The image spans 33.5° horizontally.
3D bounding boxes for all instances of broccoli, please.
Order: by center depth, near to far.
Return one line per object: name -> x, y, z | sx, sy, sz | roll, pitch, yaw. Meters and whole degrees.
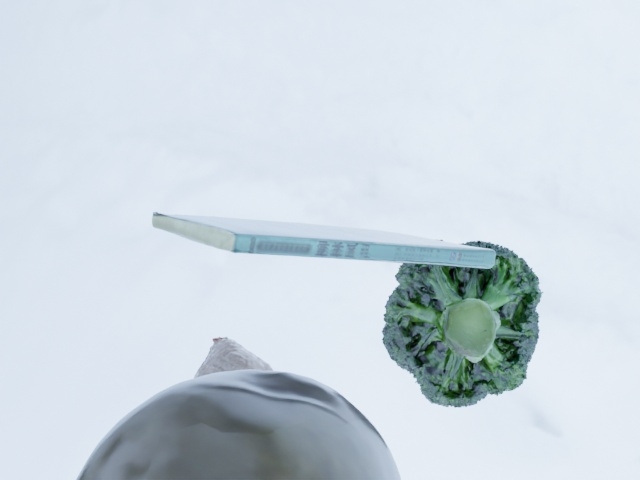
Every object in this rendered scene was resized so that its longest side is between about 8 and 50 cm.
broccoli -> 0.245, 0.129, 1.793 | 0.297, 0.298, 0.297 | 89, -165, -83

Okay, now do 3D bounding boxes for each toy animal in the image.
toy animal -> -0.182, 0.364, 2.212 | 0.226, 0.188, 0.358 | -35, 52, 18

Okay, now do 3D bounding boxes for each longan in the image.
longan -> -0.072, 0.288, 1.058 | 0.361, 0.361, 0.360 | -35, 47, 47

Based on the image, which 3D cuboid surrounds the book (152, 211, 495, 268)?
book -> 0.000, 0.000, 1.382 | 0.264, 0.379, 0.031 | 12, 97, 59
